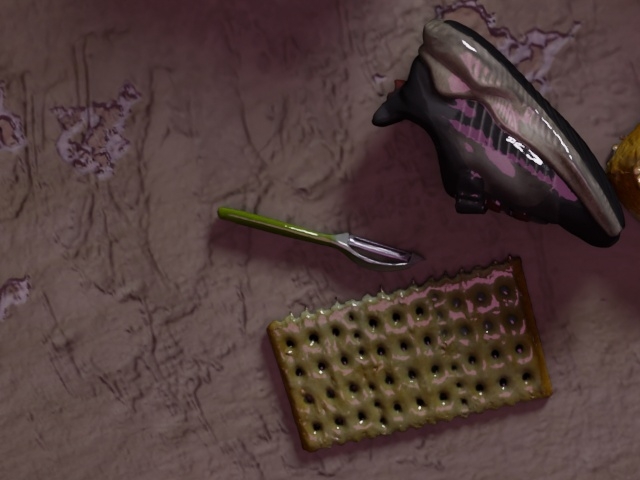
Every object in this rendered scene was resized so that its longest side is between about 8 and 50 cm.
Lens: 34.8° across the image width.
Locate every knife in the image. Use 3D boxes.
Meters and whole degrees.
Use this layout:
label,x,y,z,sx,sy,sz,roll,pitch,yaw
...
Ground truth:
label,x,y,z,sx,sy,sz,roll,pitch,yaw
knife,0.000,0.000,0.876,0.184,0.022,0.026,15,79,1

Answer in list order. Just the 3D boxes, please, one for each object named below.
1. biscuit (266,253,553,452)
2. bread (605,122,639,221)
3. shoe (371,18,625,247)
label,x,y,z,sx,sy,sz,roll,pitch,yaw
biscuit,0.077,0.103,0.899,0.231,0.016,0.139,-14,104,9
bread,0.307,-0.077,0.810,0.103,0.065,0.187,36,106,-10
shoe,0.140,-0.069,0.813,0.112,0.099,0.227,-40,94,20
